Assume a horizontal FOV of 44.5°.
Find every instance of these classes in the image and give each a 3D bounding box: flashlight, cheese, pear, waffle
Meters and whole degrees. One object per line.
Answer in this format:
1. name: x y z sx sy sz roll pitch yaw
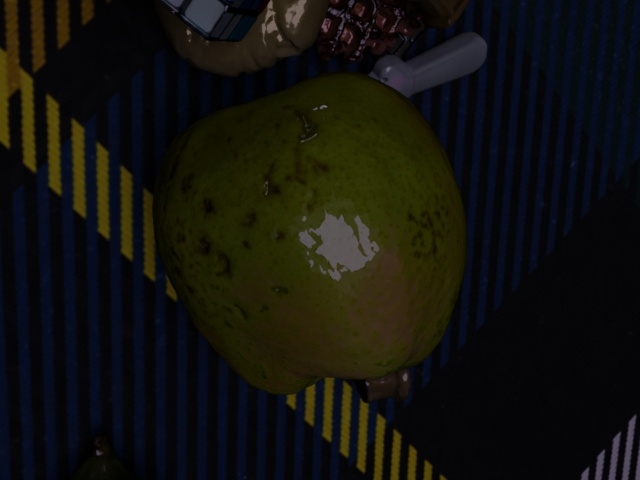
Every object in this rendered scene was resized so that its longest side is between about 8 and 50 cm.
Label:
1. flashlight: 0.145 -0.239 1.091 0.200 0.047 0.093 -26 143 -17
2. cheese: -0.091 -0.313 0.930 0.213 0.117 0.226 -8 103 11
3. pear: 0.000 0.000 0.926 0.390 0.391 0.391 -4 103 -18
4. waffle: 0.053 -0.358 1.020 0.221 0.055 0.234 -29 114 -13

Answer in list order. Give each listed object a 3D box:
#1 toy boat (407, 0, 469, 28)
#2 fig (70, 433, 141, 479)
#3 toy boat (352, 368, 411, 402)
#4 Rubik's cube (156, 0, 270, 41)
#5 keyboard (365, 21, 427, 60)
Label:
1. toy boat: 0.215 -0.406 1.010 0.089 0.121 0.321 44 67 -28
2. fig: -0.274 0.384 1.032 0.195 0.195 0.245 1 67 -19
3. toy boat: 0.072 0.162 1.087 0.061 0.188 0.116 -12 105 -7
4. Rubik's cube: -0.115 -0.311 0.798 0.155 0.151 0.154 37 104 -3
5. keyboard: 0.037 -0.351 1.053 0.262 0.016 0.106 38 88 -22
